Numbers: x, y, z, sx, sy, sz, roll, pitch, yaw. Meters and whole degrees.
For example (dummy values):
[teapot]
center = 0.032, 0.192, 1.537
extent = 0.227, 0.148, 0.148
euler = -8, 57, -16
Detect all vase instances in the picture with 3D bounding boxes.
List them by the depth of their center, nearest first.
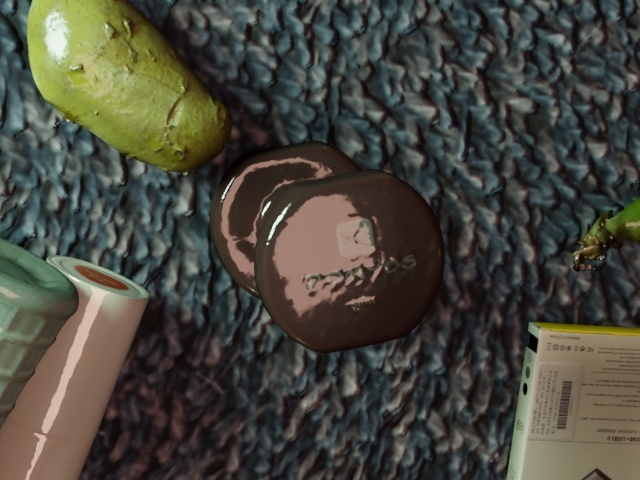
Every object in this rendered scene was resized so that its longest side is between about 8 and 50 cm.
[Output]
[vase]
center = -0.293, 0.143, 1.347
extent = 0.143, 0.143, 0.299
euler = 26, 99, -18

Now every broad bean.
[broad bean]
center = 0.340, 0.057, 1.557
extent = 0.292, 0.049, 0.144
euler = 45, 74, -19

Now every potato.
[potato]
center = -0.148, -0.121, 1.388
extent = 0.188, 0.085, 0.105
euler = 37, 70, -22

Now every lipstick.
[lipstick]
center = -0.232, 0.177, 1.431
extent = 0.087, 0.087, 0.327
euler = 20, 97, -17

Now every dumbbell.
[dumbbell]
center = 0.000, 0.000, 1.375
extent = 0.140, 0.225, 0.124
euler = -12, 103, -12

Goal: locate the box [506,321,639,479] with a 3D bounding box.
[box]
center = 0.226, 0.192, 1.579
extent = 0.129, 0.033, 0.247
euler = 5, 102, -16
